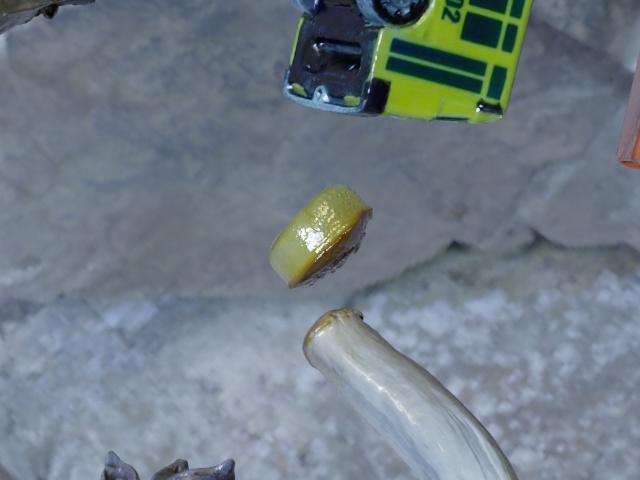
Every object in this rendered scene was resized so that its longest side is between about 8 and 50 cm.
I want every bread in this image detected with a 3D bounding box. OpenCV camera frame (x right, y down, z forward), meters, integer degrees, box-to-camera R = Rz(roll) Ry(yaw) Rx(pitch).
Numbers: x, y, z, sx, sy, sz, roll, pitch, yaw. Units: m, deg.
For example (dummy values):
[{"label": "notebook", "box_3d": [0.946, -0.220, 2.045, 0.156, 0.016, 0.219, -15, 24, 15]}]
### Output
[{"label": "bread", "box_3d": [-0.007, 0.006, 2.062, 0.125, 0.086, 0.156, -38, 171, -43]}]

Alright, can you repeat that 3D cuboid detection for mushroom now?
[{"label": "mushroom", "box_3d": [0.105, 0.202, 1.776, 0.095, 0.351, 0.123, -53, 148, 12]}]

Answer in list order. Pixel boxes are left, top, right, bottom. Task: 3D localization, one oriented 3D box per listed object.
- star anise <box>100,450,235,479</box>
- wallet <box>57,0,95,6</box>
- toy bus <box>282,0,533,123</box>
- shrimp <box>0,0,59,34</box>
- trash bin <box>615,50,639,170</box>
[{"label": "star anise", "box_3d": [-0.188, 0.315, 1.696, 0.236, 0.223, 0.109, -33, 117, -33]}, {"label": "wallet", "box_3d": [-0.337, -0.281, 1.645, 0.244, 0.025, 0.124, -5, 155, -24]}, {"label": "toy bus", "box_3d": [0.076, -0.206, 1.089, 0.150, 0.128, 0.262, 10, 96, -30]}, {"label": "shrimp", "box_3d": [-0.335, -0.228, 1.488, 0.294, 0.154, 0.062, -20, 131, -61]}, {"label": "trash bin", "box_3d": [0.381, -0.171, 1.586, 0.161, 0.184, 0.239, 17, 94, -1]}]
